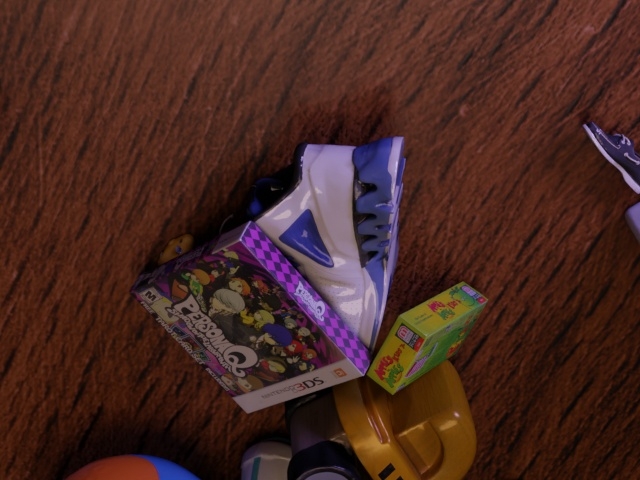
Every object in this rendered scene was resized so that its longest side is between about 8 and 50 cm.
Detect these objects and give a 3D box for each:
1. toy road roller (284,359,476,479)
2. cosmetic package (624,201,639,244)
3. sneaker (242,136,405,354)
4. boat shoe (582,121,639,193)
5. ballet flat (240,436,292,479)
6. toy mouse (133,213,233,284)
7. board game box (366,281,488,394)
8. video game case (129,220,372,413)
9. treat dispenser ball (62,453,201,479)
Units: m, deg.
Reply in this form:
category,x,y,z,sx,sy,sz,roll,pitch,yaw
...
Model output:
category,x,y,z,sx,sy,sz,roll,pitch,yaw
toy road roller,0.111,0.301,1.466,0.240,0.202,0.329,-28,117,12
cosmetic package,0.630,0.050,1.283,0.393,0.329,0.327,-32,117,15
sneaker,0.000,-0.001,1.348,0.182,0.127,0.315,10,128,9
boat shoe,0.360,-0.105,1.341,0.038,0.046,0.125,-40,117,18
ballet flat,-0.005,0.453,1.584,0.139,0.139,0.400,-25,118,11
toy mouse,-0.131,0.044,1.405,0.143,0.031,0.161,34,112,-20
board game box,0.134,0.117,1.384,0.043,0.181,0.092,37,118,20
video game case,-0.086,0.100,1.357,0.210,0.042,0.232,-24,116,39
treat dispenser ball,-0.251,0.426,1.468,0.288,0.288,0.288,-1,120,-2
